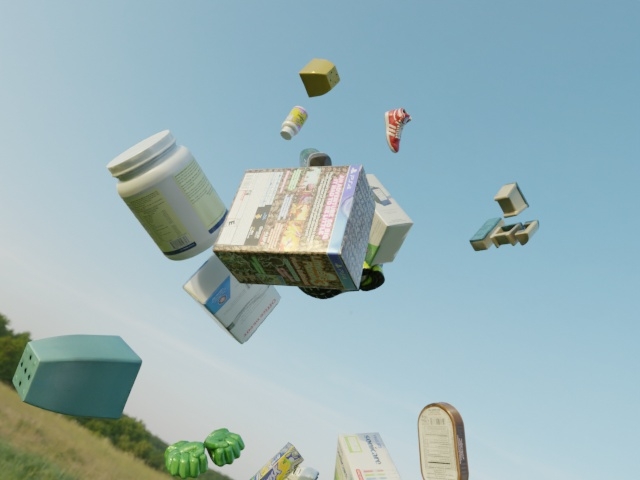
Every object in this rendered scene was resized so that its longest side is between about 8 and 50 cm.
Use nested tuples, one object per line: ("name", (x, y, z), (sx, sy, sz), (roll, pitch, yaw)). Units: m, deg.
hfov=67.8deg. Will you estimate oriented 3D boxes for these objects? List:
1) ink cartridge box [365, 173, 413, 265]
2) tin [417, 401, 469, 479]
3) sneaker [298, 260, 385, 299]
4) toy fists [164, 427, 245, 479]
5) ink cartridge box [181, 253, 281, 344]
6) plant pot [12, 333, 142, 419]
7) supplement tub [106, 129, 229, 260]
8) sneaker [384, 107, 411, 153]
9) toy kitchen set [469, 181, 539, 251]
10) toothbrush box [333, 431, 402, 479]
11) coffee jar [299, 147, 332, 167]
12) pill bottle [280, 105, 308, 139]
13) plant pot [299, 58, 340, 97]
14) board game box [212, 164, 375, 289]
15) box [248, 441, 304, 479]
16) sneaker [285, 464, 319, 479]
("ink cartridge box", (0.140, -0.059, 1.317), (0.212, 0.093, 0.154), (60, -36, 36))
("tin", (0.262, 0.451, 1.035), (0.040, 0.190, 0.106), (14, -25, -35))
("sneaker", (0.056, 0.094, 1.425), (0.300, 0.121, 0.111), (-8, -53, 24))
("toy fists", (-0.405, 0.749, 1.684), (0.279, 0.096, 0.142), (-3, 13, -37))
("ink cartridge box", (-0.291, 0.180, 1.627), (0.129, 0.223, 0.307), (27, -24, 32))
("plant pot", (-0.613, 0.331, 1.189), (0.165, 0.165, 0.234), (22, 0, 44))
("supplement tub", (-0.433, -0.129, 1.385), (0.235, 0.235, 0.325), (-1, -53, 43))
("sneaker", (0.212, -0.297, 1.274), (0.067, 0.118, 0.042), (-12, -7, 38))
("toy kitchen set", (0.518, -0.078, 1.380), (0.166, 0.122, 0.207), (56, -29, -12))
("toothbrush box", (0.109, 0.670, 1.202), (0.122, 0.283, 0.206), (3, 13, -12))
("coffee jar", (-0.017, -0.257, 1.618), (0.184, 0.079, 0.096), (-133, -143, -68))
("pill bottle", (-0.064, -0.280, 1.140), (0.043, 0.083, 0.043), (21, -28, 12))
("plant pot", (0.006, -0.457, 1.336), (0.083, 0.081, 0.081), (13, -37, 39))
("board game box", (-0.049, -0.031, 1.049), (0.291, 0.232, 0.141), (1, -34, 22))
("box", (-0.134, 0.689, 1.422), (0.059, 0.169, 0.054), (55, -24, -4))
("sneaker", (-0.092, 0.763, 1.562), (0.086, 0.085, 0.237), (49, -37, -14))
